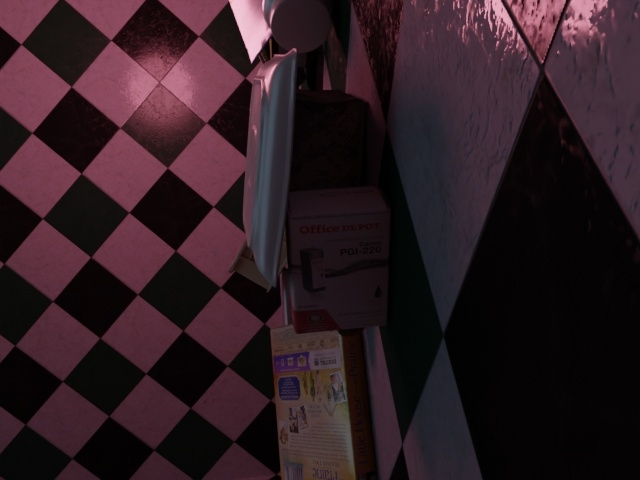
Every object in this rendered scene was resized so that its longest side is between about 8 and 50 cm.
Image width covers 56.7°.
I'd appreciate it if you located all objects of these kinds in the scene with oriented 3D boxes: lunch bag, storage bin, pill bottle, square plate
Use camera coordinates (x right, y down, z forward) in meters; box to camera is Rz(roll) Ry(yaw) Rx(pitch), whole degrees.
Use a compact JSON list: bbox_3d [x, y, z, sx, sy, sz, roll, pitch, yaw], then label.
[{"bbox_3d":[-0.008,-0.144,1.162,0.235,0.169,0.287,-113,24,-71],"label":"lunch bag"},{"bbox_3d":[-0.098,-0.042,1.581,0.260,0.123,0.262,-57,1,36],"label":"storage bin"},{"bbox_3d":[-0.056,-0.558,1.357,0.162,0.162,0.278,91,173,-47],"label":"pill bottle"},{"bbox_3d":[-0.093,-0.138,0.993,0.344,0.049,0.347,-121,36,-72],"label":"square plate"}]

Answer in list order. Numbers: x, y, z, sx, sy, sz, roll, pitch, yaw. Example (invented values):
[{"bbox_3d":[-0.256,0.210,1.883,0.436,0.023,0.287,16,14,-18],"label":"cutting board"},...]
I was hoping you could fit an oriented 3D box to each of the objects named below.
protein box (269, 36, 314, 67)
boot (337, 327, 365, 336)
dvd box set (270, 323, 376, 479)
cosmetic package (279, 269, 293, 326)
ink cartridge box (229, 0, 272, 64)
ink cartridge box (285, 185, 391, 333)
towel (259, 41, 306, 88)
[{"bbox_3d":[-0.093,-0.671,1.835,0.201,0.136,0.199,104,160,-74],"label":"protein box"},{"bbox_3d":[0.066,0.124,1.209,0.084,0.059,0.158,-96,13,-54],"label":"boot"},{"bbox_3d":[-0.002,0.394,1.366,0.308,0.062,0.420,-23,69,52],"label":"dvd box set"},{"bbox_3d":[-0.035,0.202,1.777,0.453,0.162,0.230,142,124,-83],"label":"cosmetic package"},{"bbox_3d":[-0.130,-0.693,1.658,0.303,0.072,0.307,-44,55,35],"label":"ink cartridge box"},{"bbox_3d":[0.027,0.032,0.948,0.092,0.159,0.217,-106,13,-63],"label":"ink cartridge box"},{"bbox_3d":[-0.159,-0.657,2.024,0.312,0.056,0.324,-63,-43,-56],"label":"towel"}]
